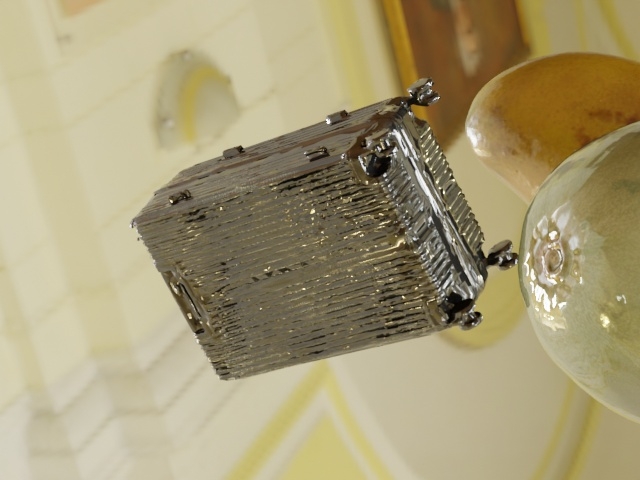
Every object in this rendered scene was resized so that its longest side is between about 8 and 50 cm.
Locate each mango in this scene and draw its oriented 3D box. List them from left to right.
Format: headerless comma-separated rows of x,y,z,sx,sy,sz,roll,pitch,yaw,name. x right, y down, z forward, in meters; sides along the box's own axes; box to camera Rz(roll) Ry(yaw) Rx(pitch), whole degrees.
0.372,-0.109,2.083,0.378,0.221,0.264,26,-107,12,mango

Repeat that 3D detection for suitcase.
0.000,0.000,1.684,0.335,0.229,0.152,-16,-160,33,suitcase

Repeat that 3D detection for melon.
0.291,0.024,1.234,0.272,0.271,0.308,-3,-175,31,melon
